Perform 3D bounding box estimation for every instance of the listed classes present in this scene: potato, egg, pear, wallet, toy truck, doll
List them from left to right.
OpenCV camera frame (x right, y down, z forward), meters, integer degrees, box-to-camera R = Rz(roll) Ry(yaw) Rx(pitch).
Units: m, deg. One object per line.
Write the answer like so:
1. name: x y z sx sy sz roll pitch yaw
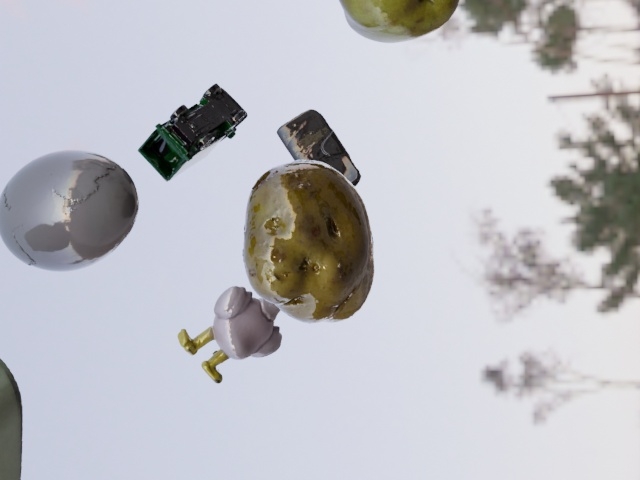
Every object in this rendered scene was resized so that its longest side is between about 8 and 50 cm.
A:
1. egg: -0.306 -0.038 1.871 0.146 0.198 0.146 25 -125 -41
2. toy truck: -0.161 -0.144 2.013 0.065 0.079 0.147 46 -142 2
3. doll: -0.061 0.087 2.537 0.365 0.094 0.160 -43 -53 -7
4. wallet: -0.001 -0.137 2.471 0.157 0.082 0.018 59 -179 21
5. potato: 0.000 0.000 1.963 0.176 0.195 0.369 -51 -7 7
6. pear: 0.113 -0.394 2.324 0.200 0.200 0.200 -1 -90 -68

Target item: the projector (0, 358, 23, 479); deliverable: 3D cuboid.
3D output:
1. projector: -0.504 0.242 1.706 0.249 0.248 0.249 -29 -46 -49
